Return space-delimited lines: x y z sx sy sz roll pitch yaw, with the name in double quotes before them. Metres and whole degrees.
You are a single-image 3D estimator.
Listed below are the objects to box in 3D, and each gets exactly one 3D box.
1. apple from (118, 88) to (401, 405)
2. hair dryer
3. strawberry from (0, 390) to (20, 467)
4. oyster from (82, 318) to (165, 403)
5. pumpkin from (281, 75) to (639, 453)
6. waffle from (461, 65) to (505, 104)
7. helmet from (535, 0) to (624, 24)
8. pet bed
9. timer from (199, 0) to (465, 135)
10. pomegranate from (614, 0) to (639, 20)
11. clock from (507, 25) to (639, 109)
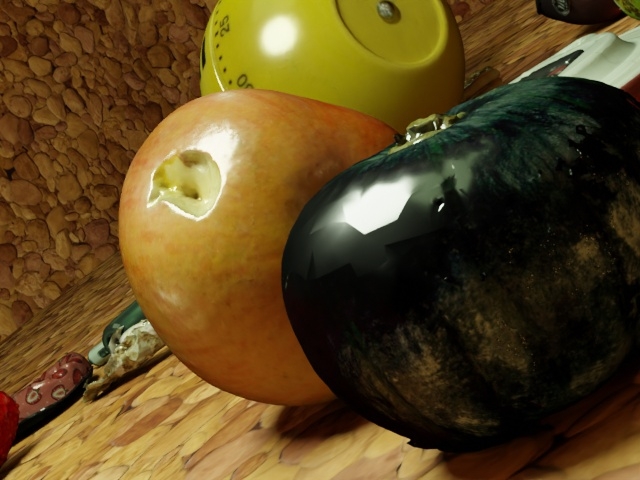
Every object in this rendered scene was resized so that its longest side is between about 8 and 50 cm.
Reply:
"apple" -0.022 -0.002 0.921 0.242 0.242 0.241 -38 16 -22
"hair dryer" -0.299 0.153 1.814 0.198 0.057 0.100 -39 3 41
"strawberry" -0.464 0.242 1.482 0.244 0.205 0.205 -22 -3 -46
"oyster" -0.235 0.144 1.578 0.200 0.061 0.106 -38 20 51
"pumpkin" 0.089 0.007 0.690 0.233 0.163 0.233 -31 9 6
"waffle" 0.192 -0.196 1.848 0.148 0.042 0.102 -36 7 -9
"helmet" 0.374 -0.400 1.760 0.216 0.193 0.189 -46 -33 -16
"pet bed" -0.395 0.222 1.750 0.201 0.053 0.201 -36 3 2
"timer" -0.008 -0.195 1.634 0.376 0.376 0.387 -41 -1 -39
"pomegranate" 0.434 -0.368 1.607 0.169 0.122 0.143 -37 -21 3
"clock" 0.225 -0.132 1.230 0.318 0.080 0.318 -34 8 6
